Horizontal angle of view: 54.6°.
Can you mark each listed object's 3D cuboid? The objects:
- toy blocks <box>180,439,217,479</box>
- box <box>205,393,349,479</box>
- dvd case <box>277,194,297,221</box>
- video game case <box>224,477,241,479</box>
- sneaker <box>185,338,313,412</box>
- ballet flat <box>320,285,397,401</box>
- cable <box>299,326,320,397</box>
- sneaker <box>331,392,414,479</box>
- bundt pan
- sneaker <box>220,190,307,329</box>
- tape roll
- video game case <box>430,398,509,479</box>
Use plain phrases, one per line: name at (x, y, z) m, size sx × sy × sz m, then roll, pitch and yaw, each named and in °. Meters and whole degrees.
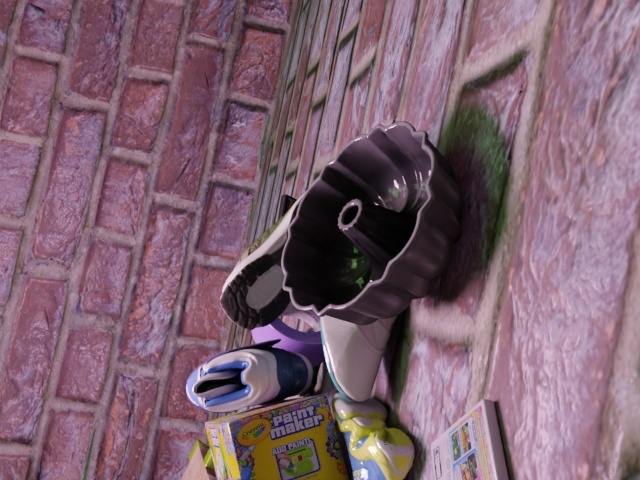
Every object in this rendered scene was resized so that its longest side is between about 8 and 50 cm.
toy blocks at (-0.169, 0.588, 1.385) m, size 0.190 × 0.261 × 0.381 m, roll -63°, pitch 12°, yaw -11°
box at (-0.075, 0.435, 1.097) m, size 0.290 × 0.177 × 0.279 m, roll 139°, pitch 118°, yaw -67°
dvd case at (-0.054, 0.030, 1.570) m, size 0.022 × 0.180 × 0.252 m, roll -3°, pitch 72°, yaw 39°
video game case at (-0.121, 0.427, 0.948) m, size 0.087 × 0.011 × 0.121 m, roll 133°, pitch 123°, yaw -61°
sneaker at (-0.199, 0.273, 1.213) m, size 0.323 × 0.236 × 0.130 m, roll -14°, pitch 74°, yaw 29°
ballet flat at (0.073, 0.090, 1.110) m, size 0.400 × 0.139 × 0.139 m, roll -93°, pitch 20°, yaw -48°
cable at (-0.021, 0.295, 1.475) m, size 0.184 × 0.047 × 0.150 m, roll -97°, pitch 28°, yaw -58°
sneaker at (0.066, 0.332, 0.987) m, size 0.240 × 0.091 × 0.126 m, roll -151°, pitch 73°, yaw -75°
bundt pan at (0.089, -0.014, 0.967) m, size 0.331 × 0.124 × 0.330 m, roll -37°, pitch 37°, yaw 34°
sneaker at (-0.074, 0.003, 1.333) m, size 0.410 × 0.158 × 0.182 m, roll -43°, pitch 22°, yaw -17°
tape roll at (-0.051, 0.183, 1.366) m, size 0.189 × 0.189 × 0.080 m, roll -97°, pitch 24°, yaw -52°
video game case at (0.176, 0.290, 0.734) m, size 0.143 × 0.019 × 0.157 m, roll 117°, pitch 160°, yaw -46°
